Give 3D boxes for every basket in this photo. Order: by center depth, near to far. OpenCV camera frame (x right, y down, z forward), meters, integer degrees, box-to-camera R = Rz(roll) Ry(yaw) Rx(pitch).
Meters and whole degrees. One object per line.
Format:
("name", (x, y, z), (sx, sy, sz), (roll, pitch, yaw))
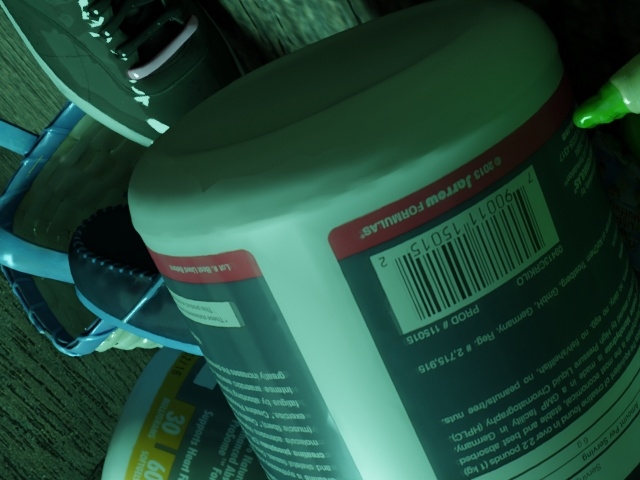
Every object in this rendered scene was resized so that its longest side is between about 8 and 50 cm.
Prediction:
("basket", (-0.214, -0.030, 0.843), (0.289, 0.201, 0.255), (18, -158, -51))

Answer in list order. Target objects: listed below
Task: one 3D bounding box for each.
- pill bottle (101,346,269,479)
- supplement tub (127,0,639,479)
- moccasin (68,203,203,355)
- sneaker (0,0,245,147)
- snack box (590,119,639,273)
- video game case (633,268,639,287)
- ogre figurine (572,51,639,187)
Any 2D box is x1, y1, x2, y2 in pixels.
("pill bottle", (-0.016, 0.192, 0.760), (0.278, 0.162, 0.162), (18, 160, 9))
("supplement tub", (0.051, 0.046, 0.444), (0.191, 0.191, 0.272), (11, 130, 58))
("moccasin", (0.000, 0.000, 0.616), (0.342, 0.138, 0.117), (4, 130, 11))
("sneaker", (-0.132, -0.157, 0.552), (0.296, 0.104, 0.147), (49, 167, -19))
("snack box", (0.182, 0.020, 0.413), (0.178, 0.022, 0.064), (46, 159, 27))
("video game case", (0.333, 0.127, 0.451), (0.329, 0.036, 0.300), (45, 163, -19))
("ogre figurine", (0.155, -0.036, 0.298), (0.118, 0.097, 0.197), (53, 152, 14))
